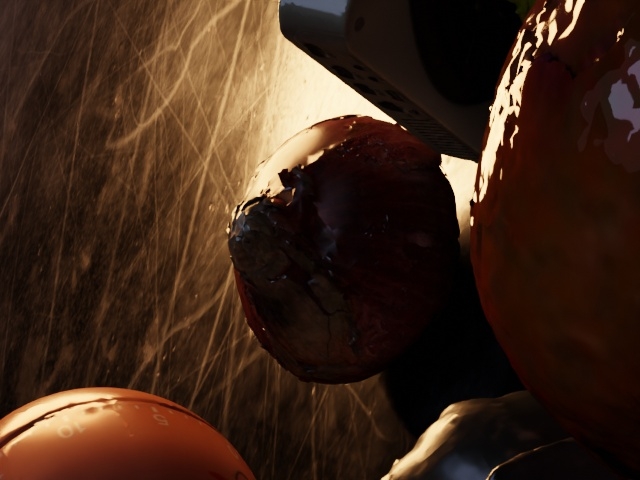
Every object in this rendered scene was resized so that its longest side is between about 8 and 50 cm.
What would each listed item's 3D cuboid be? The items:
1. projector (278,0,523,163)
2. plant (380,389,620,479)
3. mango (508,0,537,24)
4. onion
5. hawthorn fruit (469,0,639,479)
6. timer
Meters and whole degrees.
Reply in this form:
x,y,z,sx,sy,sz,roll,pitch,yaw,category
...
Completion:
x,y,z,sx,sy,sz,roll,pitch,yaw,category
0.090,-0.194,1.099,0.079,0.257,0.259,15,84,28,projector
0.129,0.152,0.774,0.256,0.141,0.164,36,140,44,plant
0.161,-0.171,1.050,0.100,0.119,0.178,6,65,26,mango
0.000,0.000,1.236,0.184,0.147,0.184,-23,60,47,onion
0.195,-0.032,0.696,0.276,0.276,0.307,-59,4,24,hawthorn fruit
-0.139,0.214,1.263,0.230,0.229,0.215,-63,32,15,timer
